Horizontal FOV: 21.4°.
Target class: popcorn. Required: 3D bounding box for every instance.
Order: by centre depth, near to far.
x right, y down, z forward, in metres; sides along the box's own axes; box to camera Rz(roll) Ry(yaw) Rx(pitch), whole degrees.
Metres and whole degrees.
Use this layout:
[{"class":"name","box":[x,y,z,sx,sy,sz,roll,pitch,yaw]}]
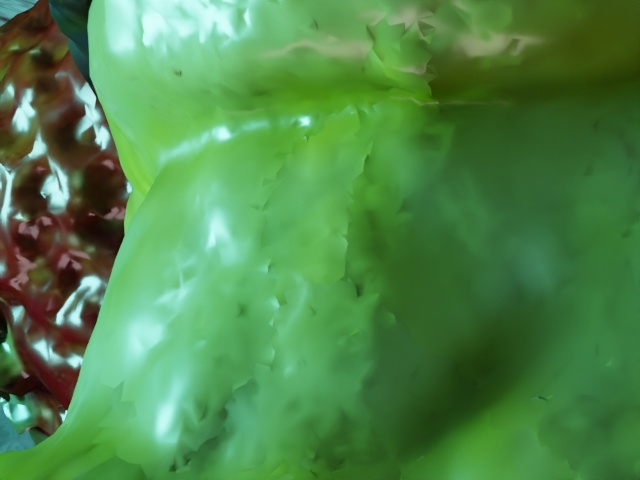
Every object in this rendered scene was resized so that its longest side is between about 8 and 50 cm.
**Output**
[{"class":"popcorn","box":[0.037,0.030,0.456,0.381,0.349,0.349,58,166,-16]}]

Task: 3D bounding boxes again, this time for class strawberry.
[{"class":"strawberry","box":[0.000,0.000,0.784,0.351,0.267,0.312,-5,151,19]}]
